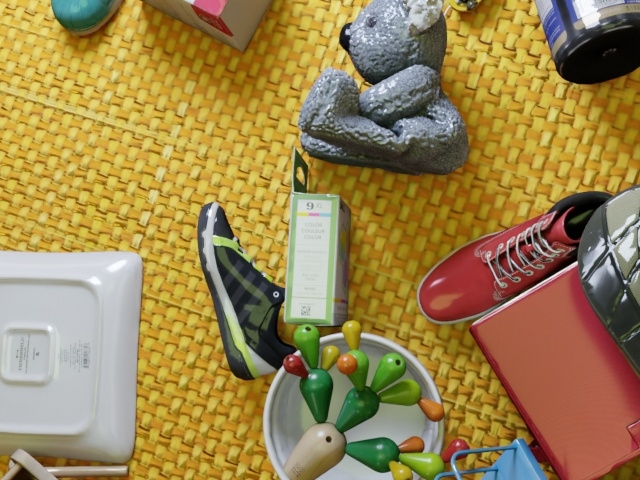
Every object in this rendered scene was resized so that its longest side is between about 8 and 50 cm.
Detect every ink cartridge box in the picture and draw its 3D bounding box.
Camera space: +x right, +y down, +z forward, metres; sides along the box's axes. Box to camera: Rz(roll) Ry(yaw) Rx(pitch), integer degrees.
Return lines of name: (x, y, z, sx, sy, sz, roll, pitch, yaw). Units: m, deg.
ink cartridge box: (-0.158, -0.351, 1.053, 0.176, 0.128, 0.127, 28, 89, 11)
ink cartridge box: (0.000, 0.000, 0.997, 0.062, 0.109, 0.209, 1, 84, 10)

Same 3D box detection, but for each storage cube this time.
storage cube: (0.289, 0.131, 0.894, 0.215, 0.184, 0.193, -31, 79, 5)

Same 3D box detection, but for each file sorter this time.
file sorter: (0.156, 0.304, 0.837, 0.170, 0.105, 0.118, -63, 38, 35)

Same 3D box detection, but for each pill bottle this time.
pill bottle: (0.310, -0.306, 0.962, 0.123, 0.123, 0.219, -13, 70, 8)

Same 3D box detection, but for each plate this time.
plate: (-0.377, 0.149, 1.080, 0.278, 0.045, 0.277, 1, 83, 9)

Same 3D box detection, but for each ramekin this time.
ramekin: (0.043, 0.212, 0.967, 0.207, 0.109, 0.207, -1, 83, 10)

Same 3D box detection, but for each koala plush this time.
koala plush: (0.092, -0.201, 0.974, 0.203, 0.196, 0.221, 12, 85, -1)

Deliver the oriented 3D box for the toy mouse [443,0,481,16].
toy mouse: (0.167, -0.359, 1.047, 0.161, 0.031, 0.143, -39, 79, 4)

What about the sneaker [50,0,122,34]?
sneaker: (-0.305, -0.433, 1.092, 0.108, 0.121, 0.302, 16, 87, 11)

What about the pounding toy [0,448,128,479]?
pounding toy: (-0.294, 0.304, 0.965, 0.270, 0.154, 0.155, 22, 57, 30)

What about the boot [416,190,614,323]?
boot: (0.216, 0.019, 0.924, 0.244, 0.176, 0.088, -28, 81, 7)

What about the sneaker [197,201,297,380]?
sneaker: (-0.086, 0.060, 1.027, 0.097, 0.084, 0.234, -15, 89, 1)

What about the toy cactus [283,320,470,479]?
toy cactus: (0.031, 0.196, 0.872, 0.219, 0.112, 0.180, 41, 102, 2)

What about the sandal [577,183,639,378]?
sandal: (0.331, 0.086, 0.751, 0.120, 0.086, 0.302, -28, 61, 22)
